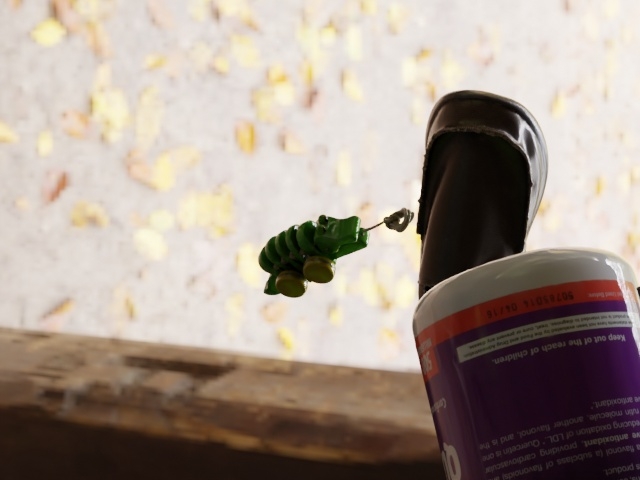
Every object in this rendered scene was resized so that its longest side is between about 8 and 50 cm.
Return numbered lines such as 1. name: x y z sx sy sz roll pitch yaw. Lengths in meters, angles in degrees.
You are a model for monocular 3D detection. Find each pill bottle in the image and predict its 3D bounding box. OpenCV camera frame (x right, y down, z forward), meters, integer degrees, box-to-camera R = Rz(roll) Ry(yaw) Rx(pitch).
1. pill bottle: 0.186 0.178 1.310 0.181 0.181 0.323 14 59 -55

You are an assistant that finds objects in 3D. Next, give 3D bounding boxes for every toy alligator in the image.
1. toy alligator: 0.000 0.000 1.521 0.051 0.189 0.056 36 47 -26

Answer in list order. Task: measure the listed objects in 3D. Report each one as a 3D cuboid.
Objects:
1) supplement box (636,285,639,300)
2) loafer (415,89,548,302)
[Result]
1. supplement box: 0.264 0.061 1.133 0.056 0.083 0.083 -28 110 -29
2. loafer: 0.169 0.000 1.857 0.130 0.133 0.366 -72 164 -45
